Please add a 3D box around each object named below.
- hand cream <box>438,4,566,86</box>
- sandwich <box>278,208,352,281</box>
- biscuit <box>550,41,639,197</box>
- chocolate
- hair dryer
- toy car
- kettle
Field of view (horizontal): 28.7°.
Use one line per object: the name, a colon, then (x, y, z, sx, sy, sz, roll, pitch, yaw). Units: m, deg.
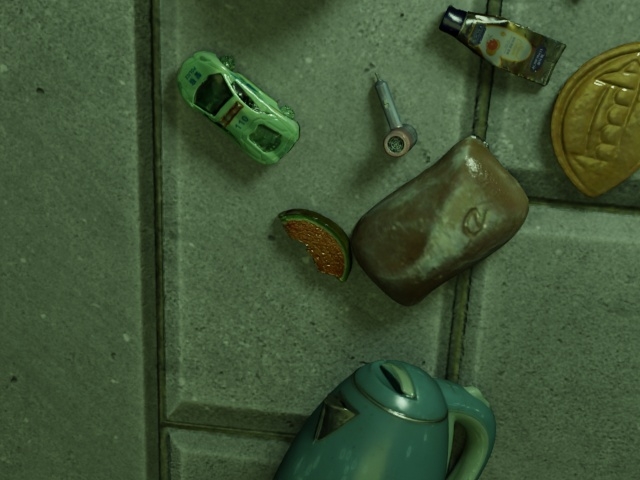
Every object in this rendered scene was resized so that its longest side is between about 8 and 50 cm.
hand cream: (0.231, -0.254, 1.603, 0.163, 0.039, 0.062, 22, 102, -6)
sandwich: (0.002, 0.001, 1.769, 0.067, 0.029, 0.135, -34, 109, 28)
biscuit: (0.373, -0.158, 1.635, 0.142, 0.029, 0.220, 16, 118, 0)
chocolate: (0.159, -0.008, 1.712, 0.161, 0.083, 0.261, 44, 115, -12)
hair dryer: (0.092, -0.169, 1.658, 0.037, 0.063, 0.114, -18, 98, 18)
toy car: (-0.114, -0.174, 1.681, 0.186, 0.058, 0.093, 39, 117, -12)
kettle: (0.101, 0.332, 1.837, 0.319, 0.247, 0.342, 8, 115, -32)
